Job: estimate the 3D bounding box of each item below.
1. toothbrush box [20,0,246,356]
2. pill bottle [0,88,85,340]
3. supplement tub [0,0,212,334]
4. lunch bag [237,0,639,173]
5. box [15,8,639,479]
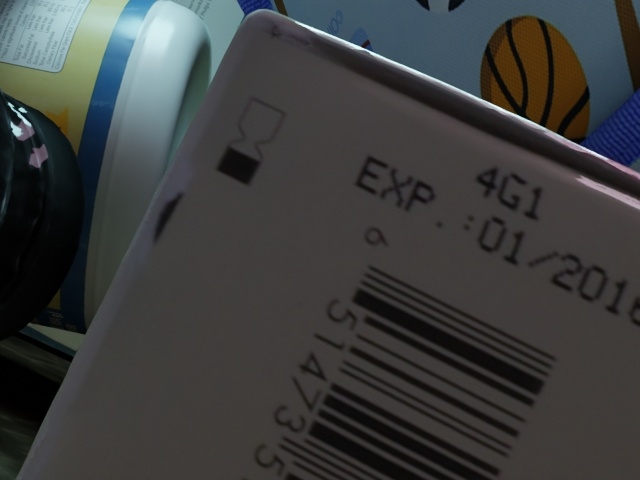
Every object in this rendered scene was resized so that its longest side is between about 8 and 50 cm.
[{"bbox_3d":[-0.116,-0.059,1.082,0.126,0.216,0.295,25,1,3],"label":"toothbrush box"},{"bbox_3d":[-0.177,-0.030,0.617,0.123,0.122,0.219,25,0,34],"label":"pill bottle"},{"bbox_3d":[-0.155,-0.045,0.809,0.200,0.144,0.144,11,0,2],"label":"supplement tub"},{"bbox_3d":[0.156,-0.055,0.671,0.239,0.385,0.328,-7,-24,-34],"label":"lunch bag"},{"bbox_3d":[0.038,0.057,0.467,0.127,0.148,0.232,26,1,18],"label":"box"}]
